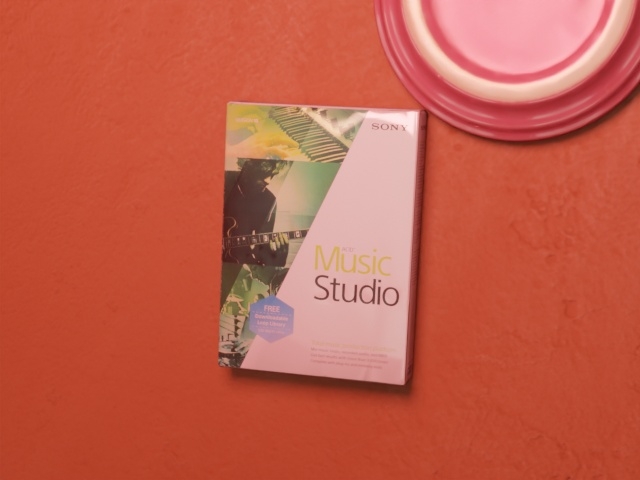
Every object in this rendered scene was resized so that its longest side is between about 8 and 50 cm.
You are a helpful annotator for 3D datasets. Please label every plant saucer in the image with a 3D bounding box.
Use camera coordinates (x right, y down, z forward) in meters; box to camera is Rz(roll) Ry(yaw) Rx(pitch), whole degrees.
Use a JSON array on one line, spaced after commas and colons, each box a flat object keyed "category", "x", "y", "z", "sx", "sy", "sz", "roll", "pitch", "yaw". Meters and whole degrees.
[{"category": "plant saucer", "x": 0.217, "y": -0.274, "z": 1.237, "sx": 0.332, "sy": 0.084, "sz": 0.332, "roll": 1, "pitch": 95, "yaw": 14}]

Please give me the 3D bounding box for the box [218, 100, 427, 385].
[{"category": "box", "x": 0.000, "y": 0.000, "z": 1.332, "sx": 0.232, "sy": 0.058, "sz": 0.322, "roll": 4, "pitch": 96, "yaw": 13}]
